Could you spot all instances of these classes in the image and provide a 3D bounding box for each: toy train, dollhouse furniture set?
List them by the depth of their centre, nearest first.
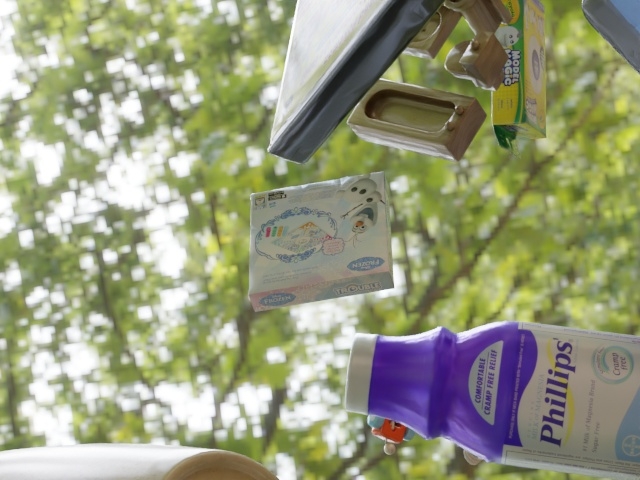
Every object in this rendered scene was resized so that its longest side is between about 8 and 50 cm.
[{"bbox_3d":[0.073,-0.172,1.305,0.151,0.144,0.123,-57,-45,-16],"label":"dollhouse furniture set"},{"bbox_3d":[0.117,0.191,1.765,0.166,0.046,0.125,22,-108,-34],"label":"toy train"}]

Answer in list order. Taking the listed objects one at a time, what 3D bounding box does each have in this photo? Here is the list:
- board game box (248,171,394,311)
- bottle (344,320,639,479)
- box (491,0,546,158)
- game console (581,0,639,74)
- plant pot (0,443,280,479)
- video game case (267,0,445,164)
[{"bbox_3d":[0.000,0.000,0.997,0.090,0.090,0.020,-90,-13,-45],"label":"board game box"},{"bbox_3d":[0.163,0.125,1.283,0.092,0.282,0.118,74,-155,-73],"label":"bottle"},{"bbox_3d":[0.221,-0.185,1.744,0.105,0.043,0.179,14,-103,-68],"label":"box"},{"bbox_3d":[0.353,-0.147,1.400,0.293,0.173,0.250,133,152,-63],"label":"game console"},{"bbox_3d":[-0.133,0.216,0.860,0.256,0.274,0.257,28,-131,-37],"label":"plant pot"},{"bbox_3d":[0.043,-0.219,1.126,0.035,0.275,0.248,18,-118,-16],"label":"video game case"}]
